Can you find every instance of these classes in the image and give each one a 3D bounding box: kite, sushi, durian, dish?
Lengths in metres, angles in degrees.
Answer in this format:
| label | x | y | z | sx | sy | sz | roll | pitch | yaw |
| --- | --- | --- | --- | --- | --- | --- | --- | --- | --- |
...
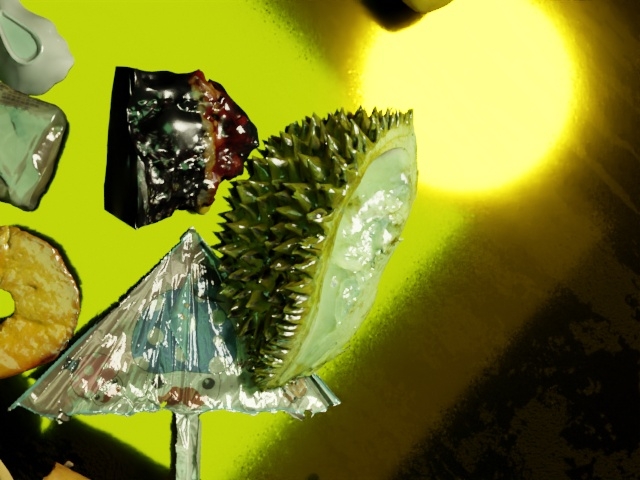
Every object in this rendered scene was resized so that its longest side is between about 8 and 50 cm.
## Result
| label | x | y | z | sx | sy | sz | roll | pitch | yaw |
| --- | --- | --- | --- | --- | --- | --- | --- | --- | --- |
| kite | -0.160 | 0.166 | 1.141 | 0.406 | 0.014 | 0.368 | 4 | 80 | -24 |
| sushi | -0.157 | -0.111 | 1.097 | 0.151 | 0.153 | 0.172 | -4 | 102 | -25 |
| durian | -0.009 | -0.003 | 1.172 | 0.198 | 0.163 | 0.394 | 23 | 85 | -52 |
| dish | -0.352 | -0.236 | 1.106 | 0.091 | 0.039 | 0.137 | -35 | 100 | -9 |

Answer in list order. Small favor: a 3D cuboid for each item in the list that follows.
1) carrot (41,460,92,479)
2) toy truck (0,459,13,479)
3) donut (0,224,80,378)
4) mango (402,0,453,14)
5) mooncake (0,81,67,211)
| label | x | y | z | sx | sy | sz | roll | pitch | yaw |
| --- | --- | --- | --- | --- | --- | --- | --- | --- | --- |
| carrot | -0.206 | 0.414 | 1.017 | 0.341 | 0.224 | 0.224 | 37 | 84 | -5 |
| toy truck | -0.460 | 0.274 | 0.992 | 0.212 | 0.288 | 0.204 | -41 | 100 | -34 |
| donut | -0.371 | 0.073 | 1.095 | 0.190 | 0.074 | 0.174 | -36 | 100 | -5 |
| mango | 0.184 | -0.444 | 1.170 | 0.332 | 0.142 | 0.195 | -43 | 95 | -5 |
| mooncake | -0.361 | -0.111 | 1.091 | 0.125 | 0.073 | 0.129 | 25 | 88 | -15 |
